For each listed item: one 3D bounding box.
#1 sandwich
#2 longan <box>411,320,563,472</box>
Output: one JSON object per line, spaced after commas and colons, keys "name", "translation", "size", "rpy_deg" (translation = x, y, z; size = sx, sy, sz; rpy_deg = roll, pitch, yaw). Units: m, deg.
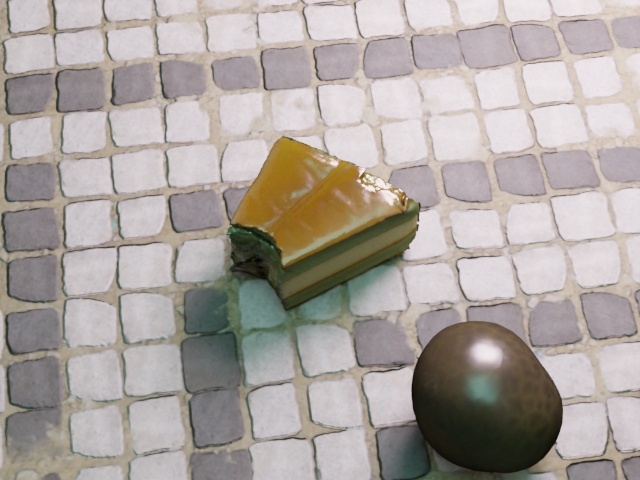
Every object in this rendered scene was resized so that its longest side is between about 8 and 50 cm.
{"name": "sandwich", "translation": [0.000, 0.000, 1.700], "size": [0.227, 0.155, 0.198], "rpy_deg": [23, 66, 12]}
{"name": "longan", "translation": [0.216, 0.211, 1.571], "size": [0.198, 0.198, 0.212], "rpy_deg": [-34, 83, -17]}
